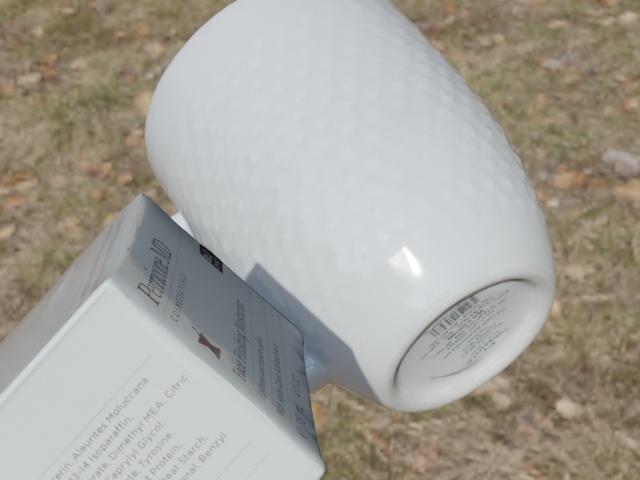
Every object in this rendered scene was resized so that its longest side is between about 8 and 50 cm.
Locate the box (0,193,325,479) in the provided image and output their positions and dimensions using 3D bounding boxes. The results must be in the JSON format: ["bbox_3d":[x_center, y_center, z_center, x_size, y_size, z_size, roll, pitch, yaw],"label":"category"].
[{"bbox_3d":[-0.104,0.095,0.562,0.119,0.182,0.181,42,7,-12],"label":"box"}]

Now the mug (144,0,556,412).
[{"bbox_3d":[0.000,0.000,1.059,0.374,0.276,0.328,-34,57,-4],"label":"mug"}]
